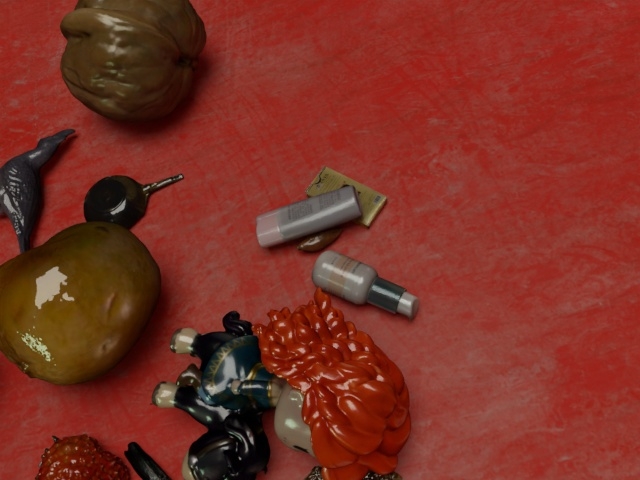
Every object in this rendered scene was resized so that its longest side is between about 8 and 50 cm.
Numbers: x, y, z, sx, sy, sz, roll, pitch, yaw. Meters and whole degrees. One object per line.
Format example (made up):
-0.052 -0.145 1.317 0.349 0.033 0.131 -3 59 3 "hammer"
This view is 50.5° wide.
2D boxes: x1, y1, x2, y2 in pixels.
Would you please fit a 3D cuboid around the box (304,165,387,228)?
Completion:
0.049 -0.084 1.308 0.149 0.020 0.073 30 74 21 "box"

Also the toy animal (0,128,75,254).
-0.635 -0.083 1.381 0.206 0.081 0.366 2 64 -2 "toy animal"

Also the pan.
-0.394 -0.105 1.375 0.128 0.048 0.202 37 75 24 "pan"

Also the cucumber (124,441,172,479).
-0.283 0.386 1.128 0.135 0.034 0.033 35 79 23 "cucumber"

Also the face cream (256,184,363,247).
-0.023 -0.043 1.264 0.198 0.057 0.084 -18 39 12 "face cream"

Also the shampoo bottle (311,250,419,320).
0.080 0.080 1.192 0.192 0.074 0.074 22 70 19 "shampoo bottle"

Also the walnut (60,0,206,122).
-0.391 -0.390 1.395 0.285 0.285 0.296 13 89 15 "walnut"

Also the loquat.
-0.417 0.109 1.170 0.276 0.276 0.284 29 48 21 "loquat"

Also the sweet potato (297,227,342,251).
0.000 0.000 1.268 0.095 0.034 0.034 -23 63 -10 "sweet potato"

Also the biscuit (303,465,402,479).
0.012 0.426 1.064 0.131 0.026 0.237 39 77 22 "biscuit"

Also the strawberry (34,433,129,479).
-0.391 0.419 1.089 0.236 0.106 0.175 34 74 22 "strawberry"

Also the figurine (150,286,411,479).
-0.071 0.247 1.070 0.412 0.241 0.306 -16 54 13 "figurine"
